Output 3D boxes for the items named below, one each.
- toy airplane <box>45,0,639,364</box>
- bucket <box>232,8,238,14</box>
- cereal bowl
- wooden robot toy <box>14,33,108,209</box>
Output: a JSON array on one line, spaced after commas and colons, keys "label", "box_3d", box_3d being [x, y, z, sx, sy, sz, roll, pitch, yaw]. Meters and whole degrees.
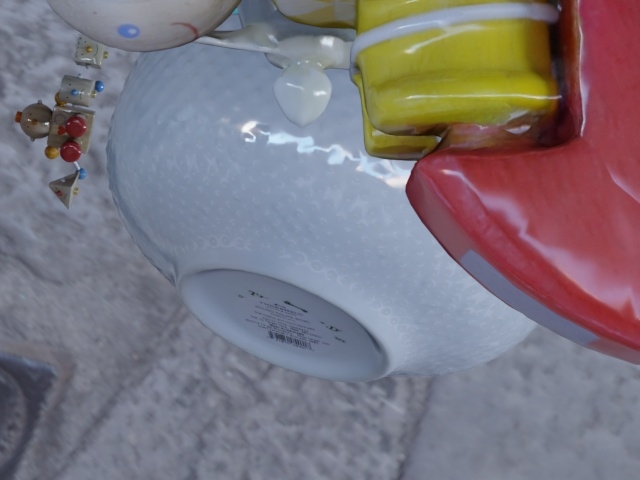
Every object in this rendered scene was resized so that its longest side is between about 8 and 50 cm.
[{"label": "toy airplane", "box_3d": [0.012, -0.171, 0.574, 0.272, 0.384, 0.386, -24, 130, -3]}, {"label": "bucket", "box_3d": [0.009, -0.252, 1.184, 0.281, 0.281, 0.183, 20, 133, -31]}, {"label": "cereal bowl", "box_3d": [0.000, 0.000, 1.113, 0.339, 0.339, 0.141, 39, 60, -31]}, {"label": "wooden robot toy", "box_3d": [-0.264, -0.122, 1.590, 0.079, 0.076, 0.173, 13, 102, -1]}]
